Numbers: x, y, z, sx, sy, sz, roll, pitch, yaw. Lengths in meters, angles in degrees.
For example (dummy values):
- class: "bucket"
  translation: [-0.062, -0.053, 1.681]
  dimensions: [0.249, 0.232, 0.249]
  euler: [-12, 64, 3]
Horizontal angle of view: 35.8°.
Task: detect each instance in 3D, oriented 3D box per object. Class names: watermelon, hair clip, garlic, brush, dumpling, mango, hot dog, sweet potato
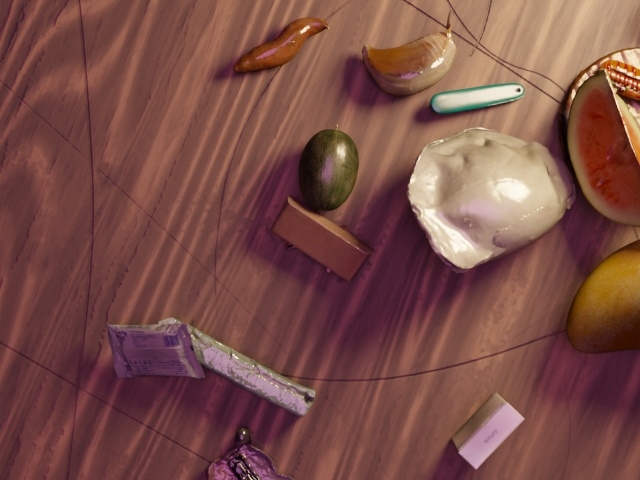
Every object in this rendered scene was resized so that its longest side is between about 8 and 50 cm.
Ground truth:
- class: "watermelon"
  translation: [0.564, -0.156, 1.822]
  dimensions: [0.128, 0.159, 0.303]
  euler: [-14, 79, -27]
- class: "hair clip"
  translation: [-0.138, 0.477, 1.922]
  dimensions: [0.146, 0.056, 0.187]
  euler: [-42, 80, 2]
- class: "garlic"
  translation: [0.187, -0.353, 1.900]
  dimensions: [0.198, 0.090, 0.128]
  euler: [-25, 77, 5]
- class: "brush"
  translation: [0.303, -0.275, 1.925]
  dimensions: [0.194, 0.032, 0.043]
  euler: [-10, 85, -11]
- class: "dumpling"
  translation: [0.314, -0.098, 1.847]
  dimensions: [0.341, 0.181, 0.260]
  euler: [-32, 80, -6]
- class: "mango"
  translation: [0.635, 0.100, 1.827]
  dimensions: [0.384, 0.199, 0.221]
  euler: [-25, 108, 12]
- class: "hot dog"
  translation: [0.592, -0.295, 1.870]
  dimensions: [0.144, 0.038, 0.062]
  euler: [25, 87, 4]
- class: "sweet potato"
  translation: [-0.077, -0.373, 1.921]
  dimensions: [0.202, 0.058, 0.055]
  euler: [-32, 46, -3]

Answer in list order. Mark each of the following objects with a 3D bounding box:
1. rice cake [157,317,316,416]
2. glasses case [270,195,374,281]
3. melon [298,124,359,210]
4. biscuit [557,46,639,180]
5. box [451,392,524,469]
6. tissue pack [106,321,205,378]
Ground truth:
- class: "rice cake"
  translation: [-0.166, 0.242, 1.911]
  dimensions: [0.336, 0.066, 0.063]
  euler: [27, 82, 1]
- class: "glasses case"
  translation: [0.000, 0.000, 1.916]
  dimensions: [0.194, 0.070, 0.102]
  euler: [33, 118, -1]
- class: "melon"
  translation: [0.016, -0.139, 1.885]
  dimensions: [0.114, 0.114, 0.167]
  euler: [12, 89, 1]
- class: "biscuit"
  translation: [0.617, -0.215, 1.903]
  dimensions: [0.318, 0.040, 0.317]
  euler: [0, 87, 3]
- class: "box"
  translation: [0.311, 0.356, 1.867]
  dimensions: [0.051, 0.129, 0.130]
  euler: [43, 91, 1]
- class: "tissue pack"
  translation: [-0.320, 0.212, 1.889]
  dimensions: [0.193, 0.026, 0.122]
  euler: [-2, 116, 24]
